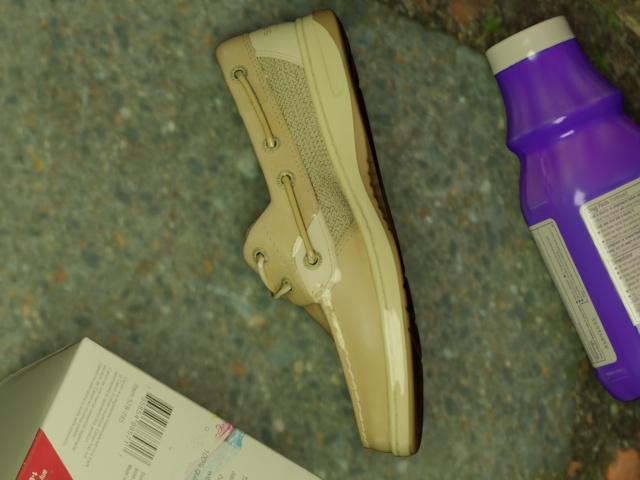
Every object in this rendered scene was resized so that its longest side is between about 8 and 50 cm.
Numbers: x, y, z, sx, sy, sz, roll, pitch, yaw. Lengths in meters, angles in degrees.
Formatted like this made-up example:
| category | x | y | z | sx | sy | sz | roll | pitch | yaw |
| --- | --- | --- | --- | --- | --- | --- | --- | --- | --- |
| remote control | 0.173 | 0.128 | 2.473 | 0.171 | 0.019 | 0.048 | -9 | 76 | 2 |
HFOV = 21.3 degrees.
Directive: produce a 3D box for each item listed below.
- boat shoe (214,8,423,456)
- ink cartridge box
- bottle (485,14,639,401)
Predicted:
| category | x | y | z | sx | sy | sz | roll | pitch | yaw |
| --- | --- | --- | --- | --- | --- | --- | --- | --- | --- |
| boat shoe | 0.000 | 0.000 | 1.122 | 0.098 | 0.109 | 0.302 | -14 | 80 | 4 |
| ink cartridge box | -0.112 | 0.162 | 0.965 | 0.176 | 0.127 | 0.128 | 34 | 58 | -20 |
| bottle | 0.210 | -0.026 | 1.264 | 0.118 | 0.092 | 0.282 | -24 | 88 | -32 |
